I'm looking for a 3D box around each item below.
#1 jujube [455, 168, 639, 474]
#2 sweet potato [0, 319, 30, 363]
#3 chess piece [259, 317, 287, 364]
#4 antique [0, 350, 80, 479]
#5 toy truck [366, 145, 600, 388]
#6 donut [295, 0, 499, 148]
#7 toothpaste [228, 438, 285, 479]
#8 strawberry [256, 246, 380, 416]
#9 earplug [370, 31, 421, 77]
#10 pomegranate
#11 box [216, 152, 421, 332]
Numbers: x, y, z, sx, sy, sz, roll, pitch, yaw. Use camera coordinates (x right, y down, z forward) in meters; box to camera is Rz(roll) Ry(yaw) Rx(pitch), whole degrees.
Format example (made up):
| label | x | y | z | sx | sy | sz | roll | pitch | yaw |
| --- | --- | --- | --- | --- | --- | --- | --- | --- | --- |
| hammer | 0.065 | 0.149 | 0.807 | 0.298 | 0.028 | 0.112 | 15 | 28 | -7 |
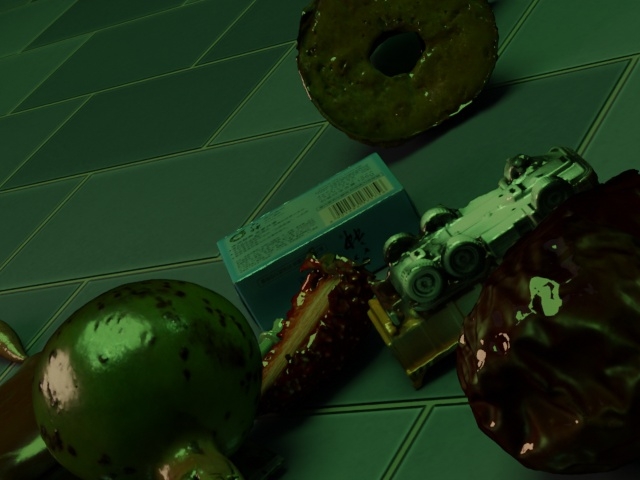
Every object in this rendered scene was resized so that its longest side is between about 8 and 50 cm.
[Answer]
| label | x | y | z | sx | sy | sz | roll | pitch | yaw |
| --- | --- | --- | --- | --- | --- | --- | --- | --- | --- |
| jujube | 0.247 | 0.062 | 1.398 | 0.216 | 0.216 | 0.342 | -14 | 20 | 30 |
| sweet potato | -0.494 | 0.140 | 2.209 | 0.281 | 0.059 | 0.067 | -10 | 40 | 39 |
| chess piece | -0.060 | 0.119 | 1.804 | 0.042 | 0.042 | 0.093 | -7 | 27 | 40 |
| antique | -0.308 | 0.231 | 1.743 | 0.223 | 0.129 | 0.278 | -19 | 26 | 21 |
| toy truck | 0.173 | 0.023 | 1.631 | 0.270 | 0.135 | 0.114 | -33 | 26 | 1 |
| donut | 0.096 | -0.252 | 2.137 | 0.272 | 0.272 | 0.107 | -31 | 1 | -5 |
| toothpaste | -0.102 | 0.214 | 1.673 | 0.049 | 0.031 | 0.204 | -40 | 29 | -17 |
| strawberry | -0.007 | 0.112 | 1.728 | 0.208 | 0.087 | 0.167 | -59 | 15 | -7 |
| earplug | 0.129 | -0.318 | 2.313 | 0.185 | 0.185 | 0.324 | -14 | 35 | 30 |
| pomegranate | -0.171 | 0.170 | 1.561 | 0.231 | 0.231 | 0.286 | -21 | 41 | 18 |
| box | 0.000 | 0.000 | 1.916 | 0.232 | 0.083 | 0.142 | -31 | 25 | 0 |
